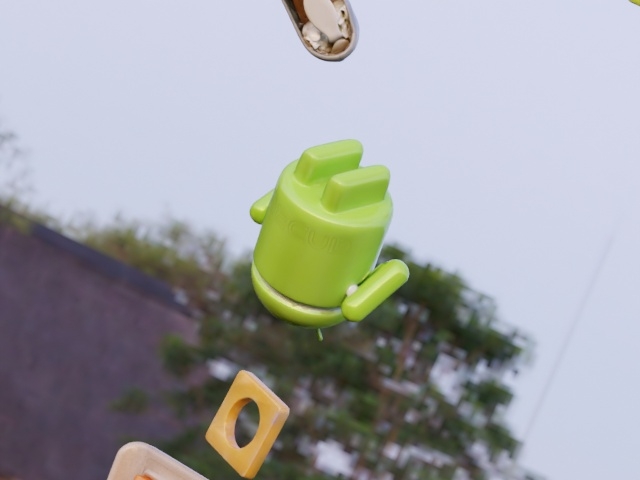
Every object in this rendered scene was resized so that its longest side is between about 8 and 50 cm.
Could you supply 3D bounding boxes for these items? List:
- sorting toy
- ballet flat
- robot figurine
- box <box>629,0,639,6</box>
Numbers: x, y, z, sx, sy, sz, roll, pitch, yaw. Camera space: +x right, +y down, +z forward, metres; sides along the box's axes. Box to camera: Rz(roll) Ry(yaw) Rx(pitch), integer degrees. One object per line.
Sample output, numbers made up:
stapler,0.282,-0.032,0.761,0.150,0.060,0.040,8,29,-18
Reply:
sorting toy,-0.130,0.256,1.375,0.047,0.348,0.196,22,-2,-40
ballet flat,-0.020,-0.266,1.743,0.213,0.072,0.068,63,7,-14
robot figurine,0.000,0.000,1.014,0.067,0.115,0.101,-17,48,-39
box,0.218,-0.180,0.873,0.042,0.178,0.109,-5,28,-37
